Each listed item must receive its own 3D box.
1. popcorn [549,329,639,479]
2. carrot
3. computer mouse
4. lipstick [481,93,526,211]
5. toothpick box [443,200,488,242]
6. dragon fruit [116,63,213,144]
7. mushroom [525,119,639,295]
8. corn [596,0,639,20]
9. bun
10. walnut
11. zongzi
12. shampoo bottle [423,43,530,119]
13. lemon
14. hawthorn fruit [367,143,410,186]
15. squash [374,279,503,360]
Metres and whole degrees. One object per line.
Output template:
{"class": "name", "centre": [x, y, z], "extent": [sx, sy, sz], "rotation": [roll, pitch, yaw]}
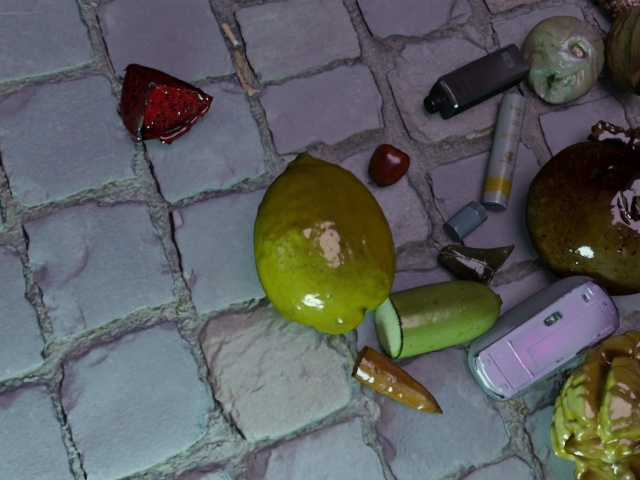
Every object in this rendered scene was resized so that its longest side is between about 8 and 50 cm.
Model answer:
{"class": "popcorn", "centre": [0.565, 0.321, 1.529], "extent": [0.225, 0.265, 0.332], "rotation": [18, 74, 39]}
{"class": "carrot", "centre": [0.155, 0.286, 1.556], "extent": [0.205, 0.072, 0.072], "rotation": [34, 72, -5]}
{"class": "computer mouse", "centre": [0.444, 0.196, 1.604], "extent": [0.310, 0.072, 0.158], "rotation": [-35, 96, 6]}
{"class": "lipstick", "centre": [0.399, -0.192, 1.733], "extent": [0.059, 0.059, 0.263], "rotation": [16, 74, -7]}
{"class": "toothpick box", "centre": [0.304, -0.040, 1.677], "extent": [0.083, 0.052, 0.052], "rotation": [-37, 86, -16]}
{"class": "dragon fruit", "centre": [-0.314, -0.272, 1.603], "extent": [0.161, 0.120, 0.127], "rotation": [3, 30, -36]}
{"class": "mushroom", "centre": [0.590, -0.071, 1.678], "extent": [0.331, 0.356, 0.334], "rotation": [11, 111, -11]}
{"class": "corn", "centre": [0.663, -0.620, 1.885], "extent": [0.086, 0.086, 0.253], "rotation": [-36, 84, -18]}
{"class": "bun", "centre": [0.544, -0.407, 1.784], "extent": [0.179, 0.128, 0.193], "rotation": [24, 74, -6]}
{"class": "walnut", "centre": [0.717, -0.435, 1.811], "extent": [0.238, 0.141, 0.204], "rotation": [-5, 114, -50]}
{"class": "zongzi", "centre": [0.309, 0.014, 1.655], "extent": [0.154, 0.062, 0.130], "rotation": [39, 82, 1]}
{"class": "shampoo bottle", "centre": [0.335, -0.341, 1.746], "extent": [0.246, 0.079, 0.080], "rotation": [-27, 81, -17]}
{"class": "lemon", "centre": [0.001, 0.007, 1.490], "extent": [0.285, 0.285, 0.316], "rotation": [-29, 106, -17]}
{"class": "hawthorn fruit", "centre": [0.137, -0.151, 1.664], "extent": [0.081, 0.081, 0.093], "rotation": [30, 101, -3]}
{"class": "squash", "centre": [0.242, 0.149, 1.577], "extent": [0.247, 0.132, 0.132], "rotation": [-9, 78, -15]}
